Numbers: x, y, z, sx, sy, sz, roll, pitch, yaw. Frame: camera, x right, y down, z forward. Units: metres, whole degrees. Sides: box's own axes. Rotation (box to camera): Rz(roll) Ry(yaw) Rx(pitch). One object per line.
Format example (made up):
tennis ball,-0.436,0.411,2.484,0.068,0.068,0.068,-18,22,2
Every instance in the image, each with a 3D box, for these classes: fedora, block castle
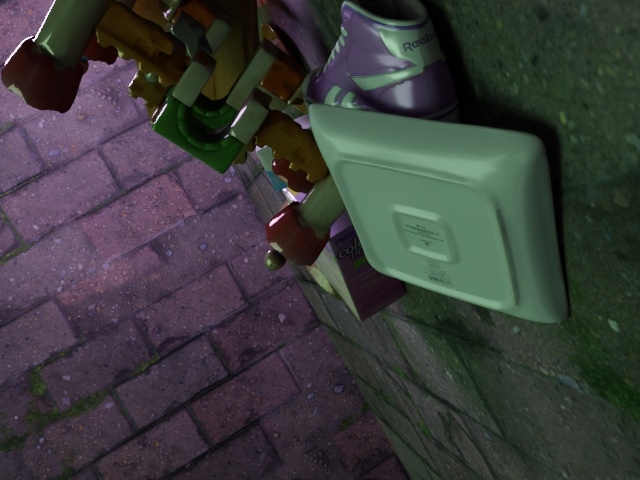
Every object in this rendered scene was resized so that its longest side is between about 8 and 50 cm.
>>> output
fedora,-0.090,-0.311,1.255,0.194,0.079,0.194,58,171,14
block castle,-0.166,-0.176,0.924,0.453,0.213,0.303,32,-155,-18

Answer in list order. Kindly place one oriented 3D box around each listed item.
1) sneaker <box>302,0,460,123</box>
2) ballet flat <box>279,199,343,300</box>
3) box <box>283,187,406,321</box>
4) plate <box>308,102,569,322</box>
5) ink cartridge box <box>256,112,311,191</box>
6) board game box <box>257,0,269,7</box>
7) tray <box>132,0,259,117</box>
sneaker,0.050,-0.219,0.764,0.282,0.102,0.161,25,142,56
ballet flat,0.000,0.000,1.734,0.343,0.116,0.124,59,153,29
box,0.050,0.001,1.358,0.213,0.117,0.243,50,167,49
plate,0.124,-0.018,0.737,0.277,0.045,0.278,16,147,37
ink cartridge box,-0.039,-0.174,1.257,0.090,0.143,0.092,-100,-14,-62
board game box,-0.201,-0.451,1.197,0.193,0.146,0.045,52,168,41
tray,-0.205,-0.365,1.051,0.411,0.202,0.076,92,-179,-51
